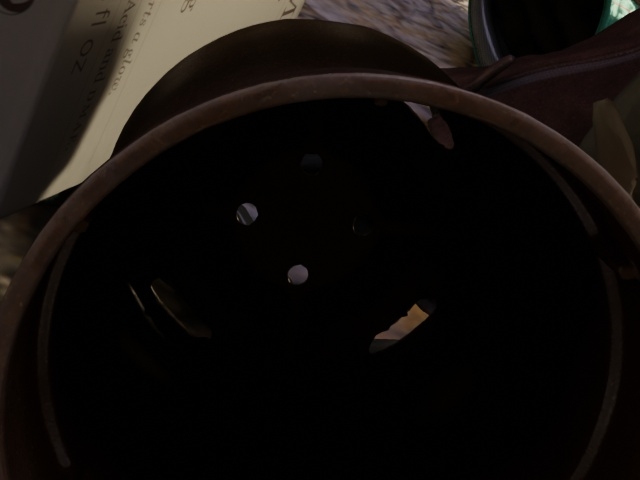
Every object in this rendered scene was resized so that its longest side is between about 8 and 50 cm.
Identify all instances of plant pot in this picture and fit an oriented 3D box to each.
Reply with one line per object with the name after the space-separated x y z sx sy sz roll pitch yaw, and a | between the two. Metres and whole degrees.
0.000 0.018 0.501 0.167 0.167 0.165 25 14 -12 | plant pot

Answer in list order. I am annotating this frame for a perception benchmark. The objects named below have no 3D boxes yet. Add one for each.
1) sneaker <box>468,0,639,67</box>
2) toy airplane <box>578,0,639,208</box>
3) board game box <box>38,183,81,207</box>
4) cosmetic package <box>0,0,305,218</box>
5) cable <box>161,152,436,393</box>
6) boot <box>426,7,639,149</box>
0.195 -0.092 0.995 0.295 0.124 0.178 32 16 25 | sneaker
0.250 0.063 0.550 0.384 0.272 0.386 5 64 -24 | toy airplane
-0.168 -0.081 0.658 0.126 0.026 0.186 11 29 -39 | board game box
-0.089 -0.125 0.602 0.151 0.151 0.183 34 26 12 | cosmetic package
0.000 0.000 0.667 0.150 0.047 0.184 16 27 -31 | cable
0.153 -0.032 0.808 0.206 0.090 0.248 -12 28 5 | boot
